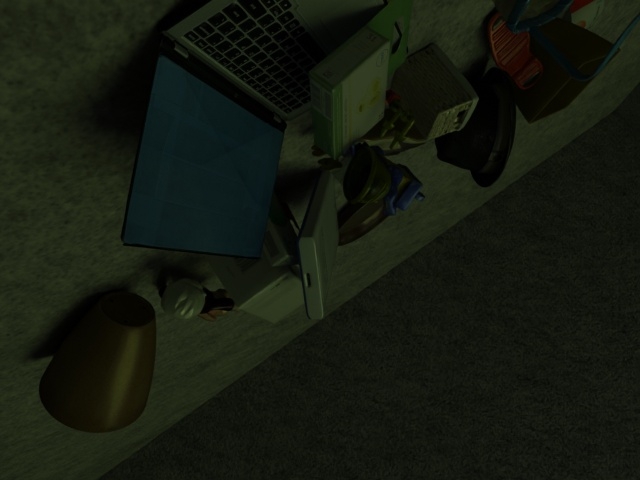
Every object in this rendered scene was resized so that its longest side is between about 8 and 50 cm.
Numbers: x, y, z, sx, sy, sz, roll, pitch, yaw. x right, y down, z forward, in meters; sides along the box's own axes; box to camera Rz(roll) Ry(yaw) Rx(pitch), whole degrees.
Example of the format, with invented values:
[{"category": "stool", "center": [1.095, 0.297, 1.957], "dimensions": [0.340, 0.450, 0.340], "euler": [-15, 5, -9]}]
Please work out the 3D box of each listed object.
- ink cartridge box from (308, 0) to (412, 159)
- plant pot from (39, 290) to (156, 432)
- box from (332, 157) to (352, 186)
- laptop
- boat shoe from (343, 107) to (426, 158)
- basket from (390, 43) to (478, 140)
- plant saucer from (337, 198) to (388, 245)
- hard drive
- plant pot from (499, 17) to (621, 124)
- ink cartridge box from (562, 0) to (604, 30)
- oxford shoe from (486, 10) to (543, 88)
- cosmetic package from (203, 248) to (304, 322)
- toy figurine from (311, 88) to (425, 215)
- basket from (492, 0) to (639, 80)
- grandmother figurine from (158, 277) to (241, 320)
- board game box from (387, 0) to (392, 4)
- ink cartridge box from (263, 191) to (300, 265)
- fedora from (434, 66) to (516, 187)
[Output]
[{"category": "ink cartridge box", "center": [0.081, -0.255, 0.819], "dimensions": [0.235, 0.056, 0.171], "euler": [-43, 160, -16]}, {"category": "plant pot", "center": [-0.465, 0.246, 1.183], "dimensions": [0.237, 0.237, 0.254], "euler": [-12, 136, -55]}, {"category": "box", "center": [0.104, -0.173, 1.383], "dimensions": [0.102, 0.087, 0.101], "euler": [-42, 163, 17]}, {"category": "laptop", "center": [-0.047, -0.168, 0.794], "dimensions": [0.408, 0.236, 0.382], "euler": [-26, 168, 16]}, {"category": "boat shoe", "center": [0.154, -0.247, 1.274], "dimensions": [0.285, 0.102, 0.092], "euler": [-16, 160, -42]}, {"category": "basket", "center": [0.237, -0.313, 1.146], "dimensions": [0.103, 0.167, 0.113], "euler": [-26, 161, -14]}, {"category": "plant saucer", "center": [0.157, -0.096, 1.777], "dimensions": [0.311, 0.050, 0.310], "euler": [-33, 163, -11]}, {"category": "hard drive", "center": [0.000, 0.000, 1.243], "dimensions": [0.318, 0.040, 0.210], "euler": [-75, 162, -58]}, {"category": "plant pot", "center": [0.616, -0.472, 1.436], "dimensions": [0.212, 0.187, 0.212], "euler": [-26, 160, -33]}, {"category": "ink cartridge box", "center": [0.743, -0.640, 1.493], "dimensions": [0.145, 0.045, 0.179], "euler": [-32, 166, -17]}, {"category": "oxford shoe", "center": [0.447, -0.466, 1.293], "dimensions": [0.097, 0.098, 0.271], "euler": [-41, 144, 15]}, {"category": "cosmetic package", "center": [-0.148, 0.081, 1.377], "dimensions": [0.155, 0.197, 0.365], "euler": [-36, 162, -3]}, {"category": "toy figurine", "center": [0.142, -0.142, 1.007], "dimensions": [0.191, 0.217, 0.362], "euler": [-49, -156, 13]}, {"category": "basket", "center": [0.429, -0.452, 0.921], "dimensions": [0.201, 0.289, 0.254], "euler": [-34, 161, -29]}, {"category": "grandmother figurine", "center": [-0.291, 0.146, 1.276], "dimensions": [0.208, 0.103, 0.342], "euler": [0, 173, 2]}, {"category": "board game box", "center": [0.117, -0.421, 0.836], "dimensions": [0.260, 0.030, 0.136], "euler": [-38, 166, 3]}, {"category": "ink cartridge box", "center": [-0.077, -0.033, 1.226], "dimensions": [0.056, 0.180, 0.225], "euler": [-32, 166, 23]}, {"category": "fedora", "center": [0.398, -0.301, 1.449], "dimensions": [0.153, 0.333, 0.334], "euler": [-1, 158, -3]}]
